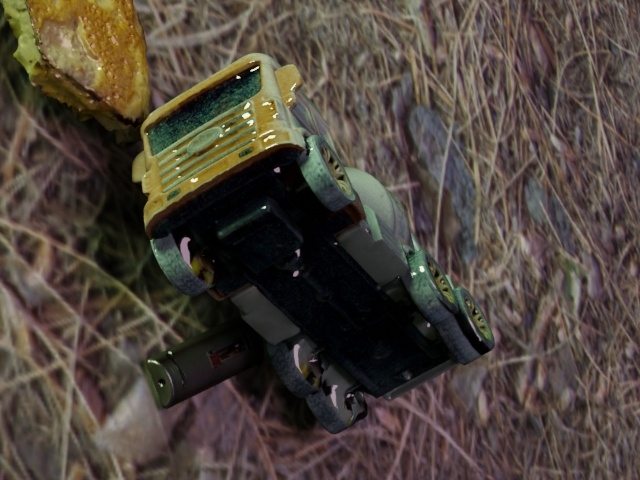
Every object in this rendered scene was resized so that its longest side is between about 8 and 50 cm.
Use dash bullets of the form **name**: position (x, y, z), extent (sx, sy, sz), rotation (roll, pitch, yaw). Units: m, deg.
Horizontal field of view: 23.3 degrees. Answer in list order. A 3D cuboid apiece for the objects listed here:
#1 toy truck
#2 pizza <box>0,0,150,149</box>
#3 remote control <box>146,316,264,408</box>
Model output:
- **toy truck**: position (0.000, 0.000, 0.870), extent (0.256, 0.108, 0.140), rotation (46, 21, -44)
- **pizza**: position (-0.135, -0.124, 0.817), extent (0.099, 0.036, 0.160), rotation (-13, 83, -57)
- **remote control**: position (-0.060, 0.064, 0.841), extent (0.091, 0.016, 0.034), rotation (-23, 93, -58)
